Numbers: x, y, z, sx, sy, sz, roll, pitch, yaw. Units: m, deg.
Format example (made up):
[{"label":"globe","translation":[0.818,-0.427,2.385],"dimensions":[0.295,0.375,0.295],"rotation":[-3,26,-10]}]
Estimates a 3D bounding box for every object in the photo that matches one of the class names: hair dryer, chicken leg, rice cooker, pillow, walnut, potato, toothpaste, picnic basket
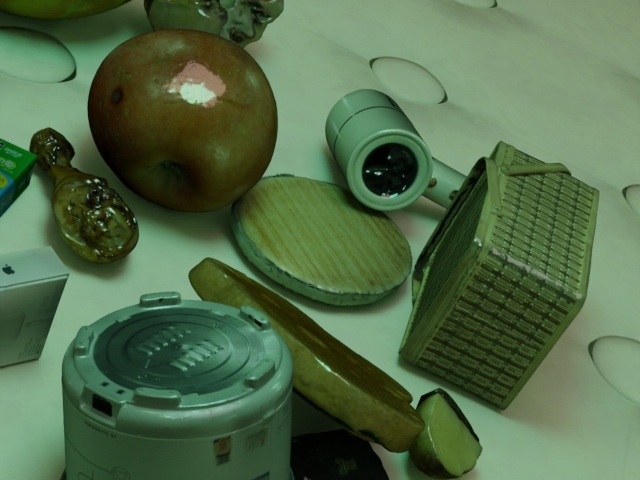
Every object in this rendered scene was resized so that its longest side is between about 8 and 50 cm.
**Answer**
[{"label":"hair dryer","translation":[0.181,-0.085,1.987],"dimensions":[0.362,0.128,0.203],"rotation":[28,16,-20]},{"label":"chicken leg","translation":[-0.309,-0.061,1.676],"dimensions":[0.087,0.107,0.251],"rotation":[-36,48,-5]},{"label":"rice cooker","translation":[-0.142,0.195,1.313],"dimensions":[0.241,0.227,0.280],"rotation":[18,31,28]},{"label":"pillow","translation":[0.012,0.253,1.491],"dimensions":[0.150,0.048,0.090],"rotation":[-2,40,-38]},{"label":"walnut","translation":[-0.189,-0.359,2.099],"dimensions":[0.204,0.141,0.238],"rotation":[29,33,27]},{"label":"potato","translation":[0.133,0.243,1.563],"dimensions":[0.096,0.066,0.103],"rotation":[54,31,-4]},{"label":"toothpaste","translation":[-0.428,-0.038,1.590],"dimensions":[0.065,0.050,0.267],"rotation":[24,33,1]},{"label":"picnic basket","translation":[0.235,0.034,1.773],"dimensions":[0.175,0.228,0.313],"rotation":[28,35,-2]}]

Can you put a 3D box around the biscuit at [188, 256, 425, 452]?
[{"label":"biscuit","translation":[-0.003,0.144,1.534],"dimensions":[0.287,0.057,0.343],"rotation":[32,5,-47]}]

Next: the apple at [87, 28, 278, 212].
[{"label":"apple","translation":[-0.181,-0.154,1.747],"dimensions":[0.253,0.254,0.254],"rotation":[17,35,-13]}]

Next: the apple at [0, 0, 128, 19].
[{"label":"apple","translation":[-0.399,-0.506,1.974],"dimensions":[0.374,0.374,0.384],"rotation":[13,29,-18]}]

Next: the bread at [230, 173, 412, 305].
[{"label":"bread","translation":[0.000,0.000,1.826],"dimensions":[0.267,0.040,0.267],"rotation":[17,35,-12]}]

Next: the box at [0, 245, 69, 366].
[{"label":"box","translation":[-0.349,0.078,1.415],"dimensions":[0.129,0.130,0.051],"rotation":[-11,48,-42]}]
